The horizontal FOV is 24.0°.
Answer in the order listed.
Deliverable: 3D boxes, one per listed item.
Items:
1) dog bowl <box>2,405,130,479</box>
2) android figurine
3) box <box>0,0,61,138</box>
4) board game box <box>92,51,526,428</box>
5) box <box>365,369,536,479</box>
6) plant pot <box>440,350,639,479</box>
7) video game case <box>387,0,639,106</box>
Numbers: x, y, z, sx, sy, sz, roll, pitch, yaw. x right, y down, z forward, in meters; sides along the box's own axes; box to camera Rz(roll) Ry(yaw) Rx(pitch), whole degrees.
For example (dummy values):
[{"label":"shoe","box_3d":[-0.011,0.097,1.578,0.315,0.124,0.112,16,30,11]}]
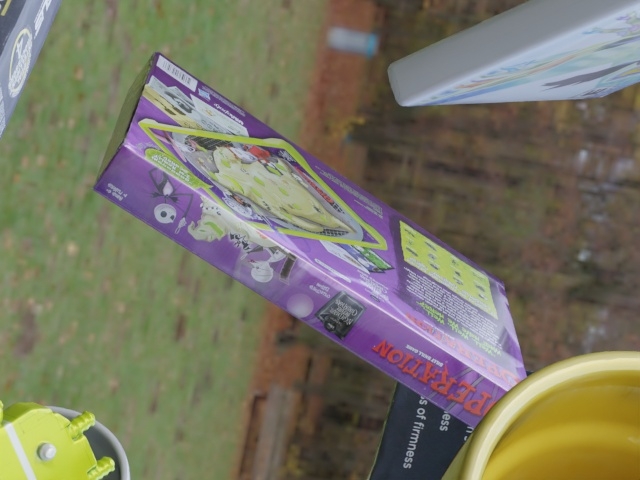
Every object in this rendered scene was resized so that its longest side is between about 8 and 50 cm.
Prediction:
[{"label":"dog bowl","box_3d":[-0.363,0.332,1.850,0.265,0.265,0.104,-77,169,-50]},{"label":"android figurine","box_3d":[-0.350,0.288,1.654,0.056,0.273,0.248,8,-58,53]},{"label":"box","box_3d":[-0.420,-0.135,1.231,0.097,0.318,0.394,98,4,-55]},{"label":"board game box","box_3d":[0.000,0.000,1.120,0.056,0.347,0.208,-53,-166,16]},{"label":"box","box_3d":[0.272,0.417,1.638,0.297,0.472,0.479,84,19,-47]},{"label":"plant pot","box_3d":[0.163,0.230,0.891,0.239,0.254,0.254,114,-10,-54]},{"label":"video game case","box_3d":[0.259,-0.164,1.049,0.300,0.329,0.036,-9,81,-52]}]
